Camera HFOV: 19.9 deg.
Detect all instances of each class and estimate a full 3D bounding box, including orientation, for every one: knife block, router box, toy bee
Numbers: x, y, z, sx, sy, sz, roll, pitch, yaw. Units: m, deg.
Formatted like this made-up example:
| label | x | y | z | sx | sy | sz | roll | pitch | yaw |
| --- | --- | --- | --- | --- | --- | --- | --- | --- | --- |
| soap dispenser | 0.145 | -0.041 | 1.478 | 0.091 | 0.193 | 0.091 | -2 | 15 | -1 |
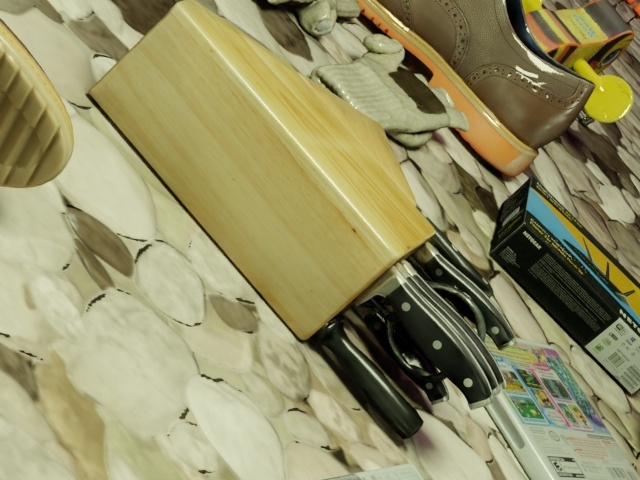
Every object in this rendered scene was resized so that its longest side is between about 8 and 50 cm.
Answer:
| label | x | y | z | sx | sy | sz | roll | pitch | yaw |
| --- | --- | --- | --- | --- | --- | --- | --- | --- | --- |
| knife block | 0.000 | 0.000 | 1.148 | 0.276 | 0.088 | 0.242 | 31 | 26 | -39 |
| router box | 0.228 | 0.036 | 1.595 | 0.179 | 0.046 | 0.133 | 45 | 20 | -8 |
| toy bee | 0.273 | -0.223 | 1.989 | 0.195 | 0.162 | 0.298 | 45 | 21 | -2 |

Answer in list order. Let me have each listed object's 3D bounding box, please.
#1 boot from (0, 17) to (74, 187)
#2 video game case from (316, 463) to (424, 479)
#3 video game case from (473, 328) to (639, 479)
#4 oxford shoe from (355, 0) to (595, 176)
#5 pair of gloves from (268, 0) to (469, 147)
| label | x | y | z | sx | sy | sz | roll | pitch | yaw |
| --- | --- | --- | --- | --- | --- | --- | --- | --- | --- |
| boot | -0.215 | -0.150 | 0.988 | 0.248 | 0.090 | 0.207 | 39 | 24 | -11 |
| video game case | 0.059 | 0.209 | 0.987 | 0.190 | 0.022 | 0.173 | 56 | 22 | 18 |
| video game case | 0.168 | 0.130 | 1.348 | 0.157 | 0.019 | 0.143 | 14 | 38 | -54 |
| oxford shoe | 0.116 | -0.238 | 1.737 | 0.363 | 0.133 | 0.130 | 50 | 19 | 6 |
| pair of gloves | 0.021 | -0.182 | 1.585 | 0.240 | 0.042 | 0.204 | 54 | 21 | 19 |
